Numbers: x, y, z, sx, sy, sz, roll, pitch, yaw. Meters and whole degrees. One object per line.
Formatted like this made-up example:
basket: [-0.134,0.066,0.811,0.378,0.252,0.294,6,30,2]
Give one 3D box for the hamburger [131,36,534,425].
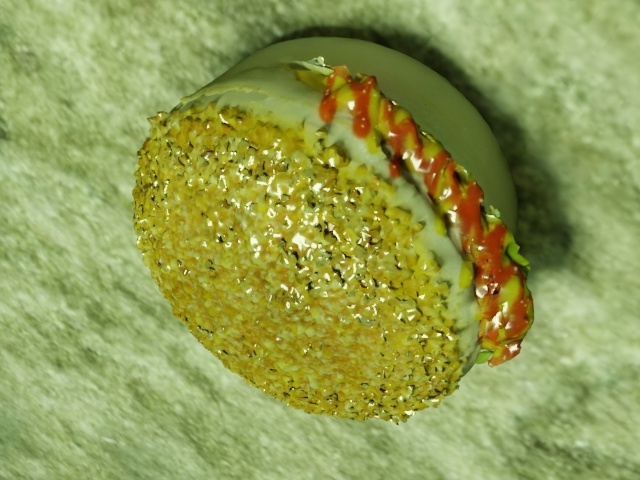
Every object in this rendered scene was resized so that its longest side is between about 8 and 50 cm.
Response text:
hamburger: [0.000,0.000,0.866,0.294,0.179,0.276,-20,114,44]
